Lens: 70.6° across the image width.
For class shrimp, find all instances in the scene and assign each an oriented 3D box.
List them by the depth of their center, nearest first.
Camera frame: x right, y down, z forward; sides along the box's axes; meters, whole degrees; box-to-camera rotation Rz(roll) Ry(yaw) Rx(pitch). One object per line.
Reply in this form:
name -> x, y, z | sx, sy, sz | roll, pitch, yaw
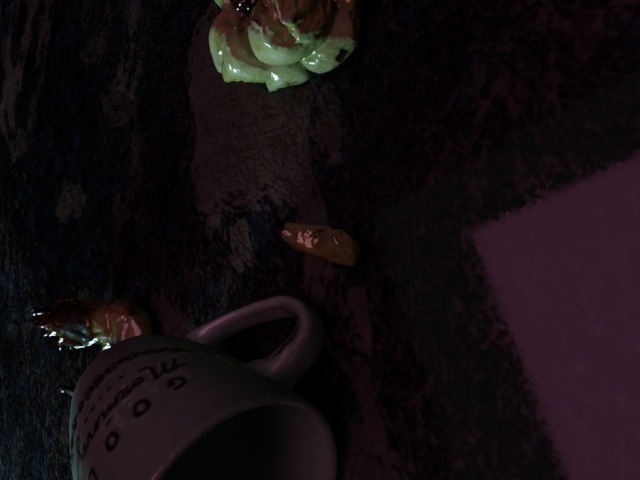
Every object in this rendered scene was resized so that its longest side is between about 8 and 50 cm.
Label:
shrimp -> -0.338, 0.173, 0.676 | 0.290, 0.075, 0.178 | -2, 86, 27

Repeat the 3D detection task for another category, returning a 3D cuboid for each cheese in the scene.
cheese -> 0.000, 0.000, 0.418 | 0.083, 0.044, 0.030 | 14, 77, 43

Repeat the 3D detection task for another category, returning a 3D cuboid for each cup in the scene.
cup -> -0.107, 0.156, 0.426 | 0.234, 0.186, 0.258 | 17, 66, 48

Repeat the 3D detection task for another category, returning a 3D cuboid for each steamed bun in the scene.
steamed bun -> -0.056, -0.251, 0.456 | 0.192, 0.106, 0.177 | -5, 80, 42
